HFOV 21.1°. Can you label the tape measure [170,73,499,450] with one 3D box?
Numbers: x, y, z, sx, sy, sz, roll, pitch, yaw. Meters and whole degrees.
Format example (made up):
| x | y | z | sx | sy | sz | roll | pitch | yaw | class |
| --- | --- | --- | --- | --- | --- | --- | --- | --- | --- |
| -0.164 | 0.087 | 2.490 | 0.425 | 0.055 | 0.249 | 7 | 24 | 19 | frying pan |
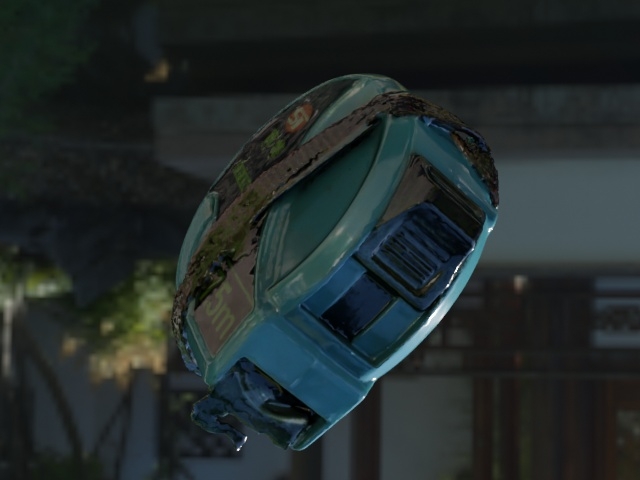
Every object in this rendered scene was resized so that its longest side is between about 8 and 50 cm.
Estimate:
| x | y | z | sx | sy | sz | roll | pitch | yaw | class |
| --- | --- | --- | --- | --- | --- | --- | --- | --- | --- |
| 0.000 | 0.000 | 0.658 | 0.081 | 0.146 | 0.125 | 40 | -169 | -25 | tape measure |
